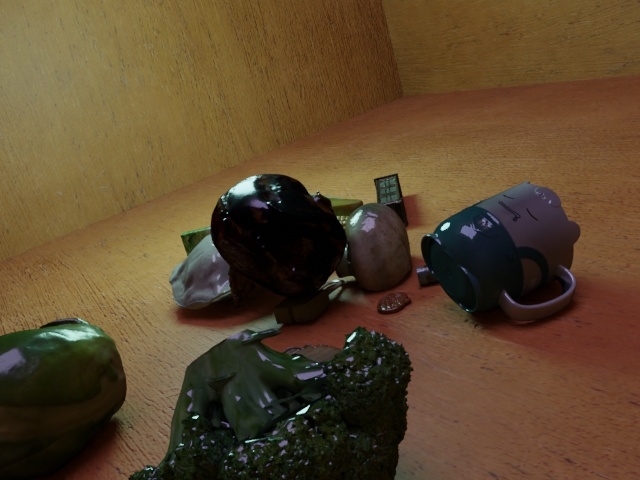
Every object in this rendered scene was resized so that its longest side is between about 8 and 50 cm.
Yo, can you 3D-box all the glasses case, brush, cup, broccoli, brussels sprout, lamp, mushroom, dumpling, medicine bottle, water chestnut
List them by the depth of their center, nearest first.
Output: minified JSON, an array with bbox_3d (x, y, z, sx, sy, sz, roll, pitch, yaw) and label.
[{"bbox_3d":[-0.043,0.273,0.960,0.413,0.321,0.310,-36,43,9],"label":"broccoli"},{"bbox_3d":[-0.568,0.311,1.363,0.371,0.276,0.314,-16,3,-21],"label":"brussels sprout"},{"bbox_3d":[0.386,0.041,1.439,0.257,0.219,0.290,-23,51,-17],"label":"cup"},{"bbox_3d":[0.271,0.076,1.657,0.083,0.047,0.047,-14,18,12],"label":"medicine bottle"},{"bbox_3d":[-0.121,0.016,1.700,0.335,0.347,0.335,26,18,-9],"label":"water chestnut"},{"bbox_3d":[-0.011,0.136,1.731,0.103,0.047,0.233,-8,15,33],"label":"brush"},{"bbox_3d":[0.123,0.003,1.779,0.195,0.189,0.254,-9,17,12],"label":"mushroom"},{"bbox_3d":[-0.284,0.088,1.922,0.340,0.181,0.260,14,41,19],"label":"dumpling"},{"bbox_3d":[0.223,-0.127,2.237,0.090,0.089,0.325,-13,19,9],"label":"lamp"},{"bbox_3d":[-0.330,-0.012,2.368,0.272,0.095,0.062,-12,14,12],"label":"glasses case"}]

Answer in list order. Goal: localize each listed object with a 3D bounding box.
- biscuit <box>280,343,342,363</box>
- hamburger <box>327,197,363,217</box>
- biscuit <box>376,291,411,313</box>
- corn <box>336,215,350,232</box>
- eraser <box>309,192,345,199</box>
[{"bbox_3d":[-0.041,0.262,1.397,0.273,0.036,0.187,-5,21,33],"label":"biscuit"},{"bbox_3d":[0.036,-0.067,2.133,0.215,0.122,0.189,3,6,37],"label":"hamburger"},{"bbox_3d":[0.170,0.141,1.606,0.078,0.015,0.091,-10,19,20],"label":"biscuit"},{"bbox_3d":[0.000,0.000,1.992,0.346,0.130,0.130,-12,18,5],"label":"corn"},{"bbox_3d":[-0.047,-0.100,2.411,0.144,0.078,0.343,-24,18,-24],"label":"eraser"}]
